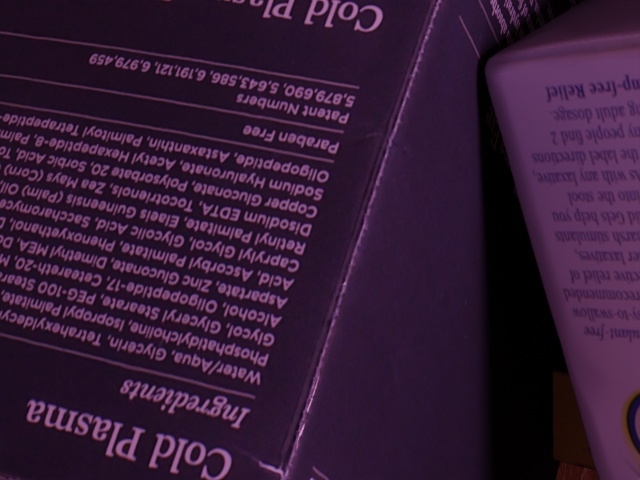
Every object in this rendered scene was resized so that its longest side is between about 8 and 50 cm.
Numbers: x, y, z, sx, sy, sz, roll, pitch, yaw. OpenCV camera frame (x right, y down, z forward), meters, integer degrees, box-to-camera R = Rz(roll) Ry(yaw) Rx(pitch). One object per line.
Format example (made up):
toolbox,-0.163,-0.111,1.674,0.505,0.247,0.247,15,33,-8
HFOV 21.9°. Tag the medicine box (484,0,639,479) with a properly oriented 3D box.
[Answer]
medicine box,0.227,0.012,0.634,0.263,0.149,0.289,-34,113,-40

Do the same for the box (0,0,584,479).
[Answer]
box,0.000,0.000,0.687,0.343,0.179,0.312,54,50,-60

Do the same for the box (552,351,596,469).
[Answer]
box,0.187,0.021,0.797,0.232,0.087,0.058,-52,146,-45
